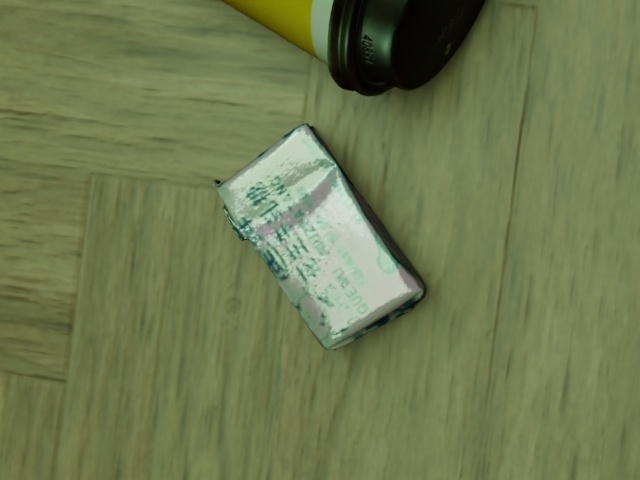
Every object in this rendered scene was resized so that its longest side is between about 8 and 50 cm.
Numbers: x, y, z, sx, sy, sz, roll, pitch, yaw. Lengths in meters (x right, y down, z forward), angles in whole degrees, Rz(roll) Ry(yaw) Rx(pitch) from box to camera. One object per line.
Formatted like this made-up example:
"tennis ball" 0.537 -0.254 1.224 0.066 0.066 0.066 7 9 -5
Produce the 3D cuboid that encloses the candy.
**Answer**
"candy" 0.000 0.000 1.279 0.092 0.073 0.160 -35 82 6

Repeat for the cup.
"cup" -0.015 -0.230 1.232 0.279 0.196 0.196 26 96 19
